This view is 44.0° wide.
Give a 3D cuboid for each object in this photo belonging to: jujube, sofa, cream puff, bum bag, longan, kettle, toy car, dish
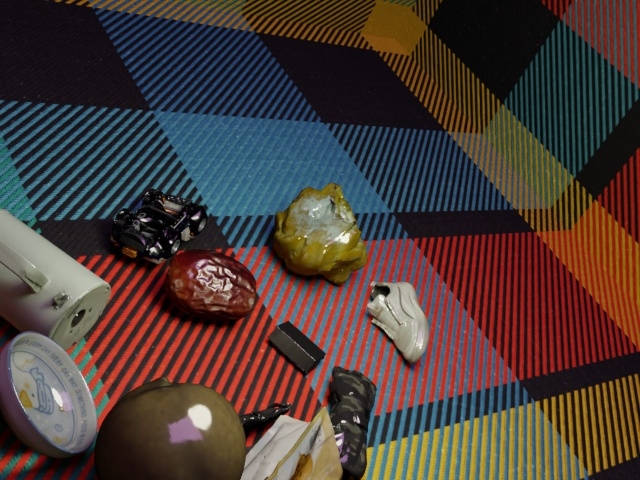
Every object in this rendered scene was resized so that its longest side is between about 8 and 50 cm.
[{"bbox_3d":[-0.288,0.117,2.077,0.243,0.183,0.183,18,36,-17],"label":"jujube"},{"bbox_3d":[-0.066,0.290,2.141,0.147,0.060,0.085,40,18,12],"label":"sofa"},{"bbox_3d":[-0.004,0.006,2.413,0.274,0.270,0.323,-14,43,-1],"label":"cream puff"},{"bbox_3d":[0.071,0.444,2.009,0.144,0.095,0.340,39,33,-15],"label":"bum bag"},{"bbox_3d":[-0.299,0.418,1.583,0.319,0.319,0.319,20,36,-15],"label":"longan"},{"bbox_3d":[-0.158,0.418,1.872,0.198,0.087,0.049,-7,67,-40],"label":"bum bag"},{"bbox_3d":[-0.669,0.090,1.777,0.318,0.205,0.265,37,12,9],"label":"kettle"},{"bbox_3d":[-0.453,-0.037,2.200,0.193,0.118,0.301,26,34,8],"label":"toy car"},{"bbox_3d":[-0.589,0.336,1.613,0.273,0.134,0.273,58,7,-12],"label":"dish"}]

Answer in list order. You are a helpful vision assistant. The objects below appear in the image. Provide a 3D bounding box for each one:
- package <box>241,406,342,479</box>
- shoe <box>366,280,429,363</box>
[{"bbox_3d":[-0.099,0.528,1.754,0.165,0.221,0.311,1,24,30],"label":"package"},{"bbox_3d":[0.216,0.226,2.372,0.159,0.124,0.316,18,31,-18],"label":"shoe"}]
